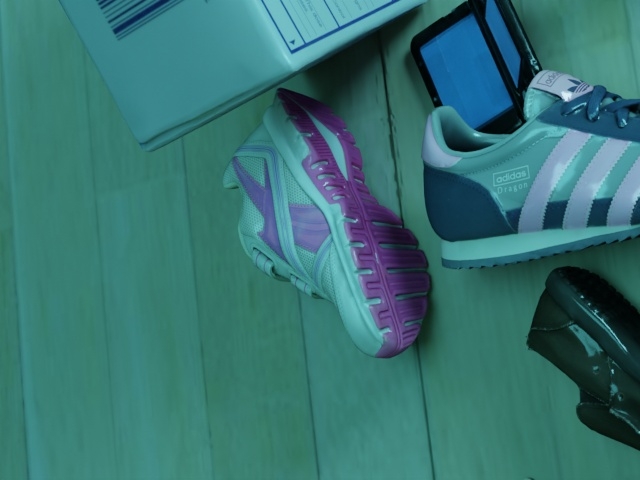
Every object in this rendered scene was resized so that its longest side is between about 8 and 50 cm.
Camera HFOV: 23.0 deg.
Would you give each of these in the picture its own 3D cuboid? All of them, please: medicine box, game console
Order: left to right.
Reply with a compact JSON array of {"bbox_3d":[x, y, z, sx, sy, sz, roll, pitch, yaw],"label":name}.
[{"bbox_3d":[-0.080,-0.244,1.213,0.149,0.289,0.263,-26,96,29],"label":"medicine box"},{"bbox_3d":[0.122,-0.144,1.244,0.071,0.107,0.122,-20,69,-4],"label":"game console"}]

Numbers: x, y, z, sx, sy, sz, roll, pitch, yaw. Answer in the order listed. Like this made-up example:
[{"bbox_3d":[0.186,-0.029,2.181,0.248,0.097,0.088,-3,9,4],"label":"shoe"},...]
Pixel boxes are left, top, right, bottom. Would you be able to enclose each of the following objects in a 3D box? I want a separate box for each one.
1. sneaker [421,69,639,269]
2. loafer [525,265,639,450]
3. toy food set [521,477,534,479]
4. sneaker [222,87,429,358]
[{"bbox_3d":[0.209,-0.068,1.129,0.319,0.112,0.131,-14,96,31],"label":"sneaker"},{"bbox_3d":[0.231,0.115,1.132,0.220,0.080,0.078,51,122,32],"label":"loafer"},{"bbox_3d":[0.211,0.245,1.139,0.192,0.038,0.132,7,86,35],"label":"toy food set"},{"bbox_3d":[0.000,0.000,1.294,0.111,0.103,0.252,-42,55,26],"label":"sneaker"}]
